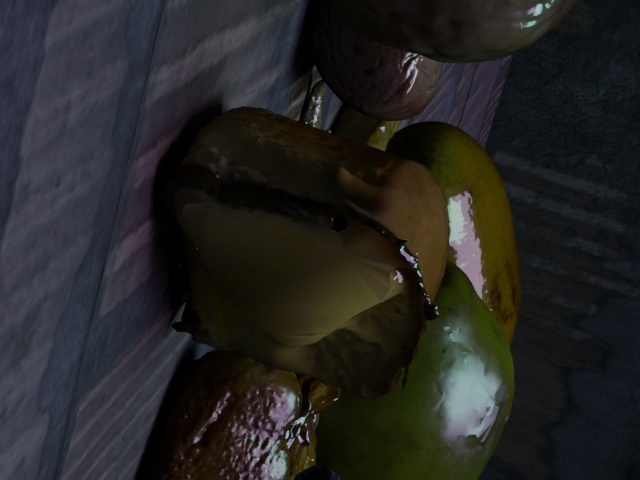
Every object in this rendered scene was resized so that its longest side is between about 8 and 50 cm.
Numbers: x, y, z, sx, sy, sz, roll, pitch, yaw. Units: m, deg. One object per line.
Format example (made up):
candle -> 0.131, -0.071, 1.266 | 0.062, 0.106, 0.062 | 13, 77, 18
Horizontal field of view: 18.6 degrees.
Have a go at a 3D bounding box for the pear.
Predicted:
pear -> 0.067, 0.158, 1.989 | 0.269, 0.269, 0.321 | -57, 164, -61

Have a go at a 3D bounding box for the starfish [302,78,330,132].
starfish -> -0.015, -0.049, 1.785 | 0.223, 0.050, 0.217 | -68, 165, -58

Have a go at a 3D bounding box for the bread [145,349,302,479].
bread -> -0.109, 0.249, 1.586 | 0.084, 0.124, 0.344 | 3, -107, 66

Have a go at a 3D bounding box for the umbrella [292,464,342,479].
umbrella -> 0.006, 0.306, 1.761 | 0.052, 0.053, 0.250 | 48, -30, 48

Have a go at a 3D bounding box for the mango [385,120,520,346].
mango -> 0.116, 0.028, 2.203 | 0.264, 0.221, 0.378 | -61, 158, -45

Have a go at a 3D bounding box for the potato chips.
potato chips -> 0.066, -0.148, 2.025 | 0.407, 0.057, 0.080 | -62, 164, -50

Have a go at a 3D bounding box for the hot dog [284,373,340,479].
hot dog -> -0.045, 0.163, 1.766 | 0.175, 0.114, 0.259 | 99, 13, -45

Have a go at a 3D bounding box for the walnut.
walnut -> 0.105, -0.250, 1.482 | 0.248, 0.248, 0.248 | 18, 90, -82

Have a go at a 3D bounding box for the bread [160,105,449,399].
bread -> 0.000, 0.000, 1.408 | 0.262, 0.204, 0.162 | 99, 14, -63

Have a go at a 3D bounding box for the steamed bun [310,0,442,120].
steamed bun -> 0.047, -0.191, 1.671 | 0.145, 0.106, 0.175 | -3, 97, -76
